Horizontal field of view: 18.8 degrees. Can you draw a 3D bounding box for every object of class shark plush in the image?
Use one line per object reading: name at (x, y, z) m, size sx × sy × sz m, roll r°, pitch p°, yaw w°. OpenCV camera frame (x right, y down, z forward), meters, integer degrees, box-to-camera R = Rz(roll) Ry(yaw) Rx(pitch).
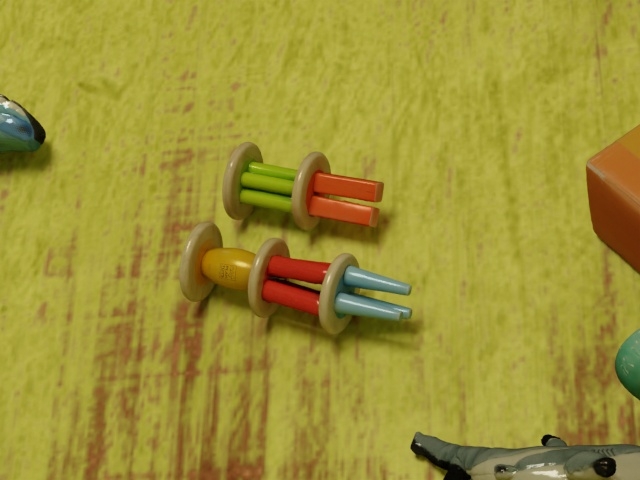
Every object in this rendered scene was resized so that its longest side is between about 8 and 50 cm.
shark plush at (0.129, 0.138, 1.117) m, size 0.161 × 0.073 × 0.067 m, roll -5°, pitch 28°, yaw 36°

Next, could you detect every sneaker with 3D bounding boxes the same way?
sneaker at (-0.268, -0.060, 1.359) m, size 0.162 × 0.063 × 0.073 m, roll -6°, pitch 69°, yaw 15°

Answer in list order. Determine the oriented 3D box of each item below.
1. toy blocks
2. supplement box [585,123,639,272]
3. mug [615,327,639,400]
toy blocks at (0.000, 0.000, 1.235) m, size 0.148 × 0.054 × 0.123 m, roll 12°, pitch 57°, yaw 22°
supplement box at (0.278, -0.069, 1.207) m, size 0.233 × 0.080 × 0.078 m, roll -36°, pitch 54°, yaw -12°
mug at (0.247, 0.038, 1.116) m, size 0.157 × 0.097 × 0.129 m, roll -6°, pitch 52°, yaw 10°
